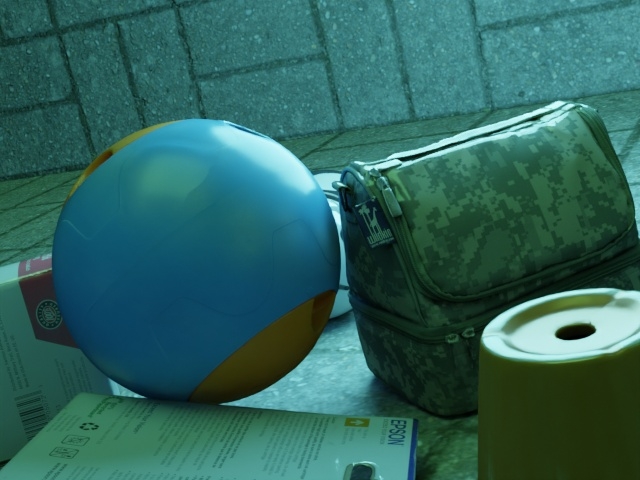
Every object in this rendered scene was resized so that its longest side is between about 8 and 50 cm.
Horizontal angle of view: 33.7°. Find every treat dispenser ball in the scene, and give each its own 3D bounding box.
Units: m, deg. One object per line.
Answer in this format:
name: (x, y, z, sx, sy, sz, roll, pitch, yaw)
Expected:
treat dispenser ball: (-0.123, 0.022, 1.062, 0.288, 0.288, 0.288, -12, 15, 3)

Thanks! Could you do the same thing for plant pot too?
plant pot: (0.191, 0.142, 0.730, 0.205, 0.187, 0.205, -12, 15, 3)

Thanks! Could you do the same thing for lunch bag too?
lunch bag: (0.173, 0.006, 1.107, 0.305, 0.256, 0.212, -19, 16, -19)

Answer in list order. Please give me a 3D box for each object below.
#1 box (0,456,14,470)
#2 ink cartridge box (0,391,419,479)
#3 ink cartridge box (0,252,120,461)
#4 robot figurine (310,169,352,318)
box: (-0.364, 0.296, 0.870, 0.296, 0.073, 0.293, -15, 16, -10)
ink cartridge box: (-0.091, 0.213, 0.839, 0.330, 0.071, 0.324, 5, 11, 7)
ink cartridge box: (-0.380, 0.146, 1.163, 0.283, 0.207, 0.117, -16, 13, -10)
robot figurine: (0.003, -0.001, 1.434, 0.209, 0.173, 0.278, -18, 13, 13)
